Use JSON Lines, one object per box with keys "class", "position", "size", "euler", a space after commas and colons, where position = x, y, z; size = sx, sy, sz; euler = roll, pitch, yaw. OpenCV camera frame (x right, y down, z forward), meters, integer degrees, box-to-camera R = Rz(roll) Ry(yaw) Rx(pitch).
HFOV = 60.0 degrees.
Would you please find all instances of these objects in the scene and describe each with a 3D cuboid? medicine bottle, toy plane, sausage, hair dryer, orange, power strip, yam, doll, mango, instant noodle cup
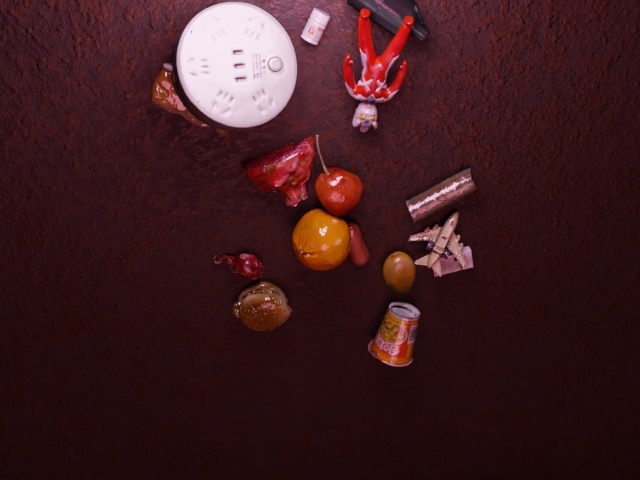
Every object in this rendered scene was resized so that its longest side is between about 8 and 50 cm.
{"class": "medicine bottle", "position": [-0.015, -0.626, 1.625], "size": [0.057, 0.057, 0.089], "euler": [21, 117, -18]}
{"class": "toy plane", "position": [0.449, 0.005, 2.046], "size": [0.228, 0.092, 0.244], "euler": [27, 109, 11]}
{"class": "sausage", "position": [0.126, 0.014, 2.041], "size": [0.077, 0.077, 0.194], "euler": [-20, 122, 7]}
{"class": "hair dryer", "position": [0.252, -0.741, 1.564], "size": [0.244, 0.116, 0.303], "euler": [24, 110, -23]}
{"class": "orange", "position": [0.002, -0.002, 1.934], "size": [0.219, 0.193, 0.220], "euler": [3, 96, 31]}
{"class": "power strip", "position": [-0.254, -0.478, 1.551], "size": [0.357, 0.161, 0.358], "euler": [-3, 99, -21]}
{"class": "yam", "position": [0.428, -0.157, 1.953], "size": [0.259, 0.093, 0.093], "euler": [-28, 121, 12]}
{"class": "doll", "position": [0.159, -0.489, 1.656], "size": [0.188, 0.099, 0.384], "euler": [6, 138, -1]}
{"class": "mango", "position": [0.305, 0.128, 2.127], "size": [0.130, 0.092, 0.195], "euler": [-22, 131, 5]}
{"class": "instant noodle cup", "position": [0.308, 0.367, 2.235], "size": [0.192, 0.193, 0.212], "euler": [8, 114, -11]}

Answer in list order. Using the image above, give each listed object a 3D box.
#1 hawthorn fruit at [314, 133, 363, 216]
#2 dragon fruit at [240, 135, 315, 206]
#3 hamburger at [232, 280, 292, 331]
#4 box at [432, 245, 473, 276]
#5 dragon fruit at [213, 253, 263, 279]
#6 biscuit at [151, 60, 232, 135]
{"class": "hawthorn fruit", "position": [0.035, -0.211, 1.828], "size": [0.165, 0.165, 0.285], "euler": [-25, 129, 10]}
{"class": "dragon fruit", "position": [-0.109, -0.206, 1.839], "size": [0.261, 0.134, 0.212], "euler": [-24, 125, 9]}
{"class": "hamburger", "position": [-0.228, 0.267, 2.134], "size": [0.215, 0.122, 0.190], "euler": [-18, 125, 8]}
{"class": "box", "position": [0.507, 0.081, 2.143], "size": [0.154, 0.040, 0.084], "euler": [-15, 121, 5]}
{"class": "dragon fruit", "position": [-0.301, 0.085, 2.034], "size": [0.190, 0.094, 0.094], "euler": [17, 120, -3]}
{"class": "biscuit", "position": [-0.356, -0.447, 1.678], "size": [0.274, 0.091, 0.213], "euler": [28, 104, -20]}
